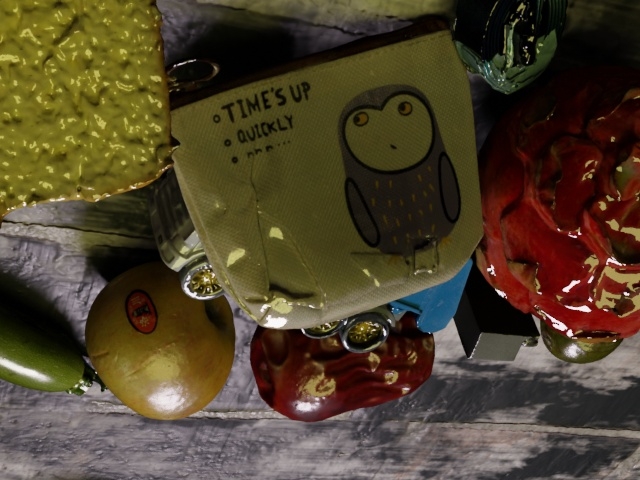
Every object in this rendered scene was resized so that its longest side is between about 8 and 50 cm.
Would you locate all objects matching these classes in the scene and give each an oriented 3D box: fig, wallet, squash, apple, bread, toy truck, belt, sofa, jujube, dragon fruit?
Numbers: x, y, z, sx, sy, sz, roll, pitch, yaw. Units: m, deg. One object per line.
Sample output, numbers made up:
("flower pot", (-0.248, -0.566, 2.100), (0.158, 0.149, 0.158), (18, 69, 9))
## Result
("fig", (0.370, 0.103, 1.368), (0.177, 0.117, 0.117), (-6, 143, -42))
("wallet", (0.016, -0.065, 0.966), (0.335, 0.068, 0.274), (-18, 103, -22))
("squash", (-0.370, 0.117, 1.190), (0.087, 0.087, 0.331), (-32, 137, 19))
("apple", (-0.178, 0.110, 1.167), (0.155, 0.182, 0.182), (-35, 135, 11))
("bread", (-0.227, -0.186, 0.801), (0.194, 0.179, 0.340), (-8, 96, -17))
("toy truck", (0.000, 0.000, 1.118), (0.367, 0.146, 0.175), (20, 121, -35))
("belt", (0.183, -0.208, 0.976), (0.105, 0.058, 0.140), (-23, 134, -20))
("sofa", (0.205, 0.083, 1.255), (0.085, 0.147, 0.060), (3, 132, -17))
("jujube", (0.029, 0.144, 1.276), (0.230, 0.155, 0.155), (-1, 137, -21))
("dragon fruit", (0.291, -0.037, 1.057), (0.277, 0.277, 0.342), (-3, 162, -11))
